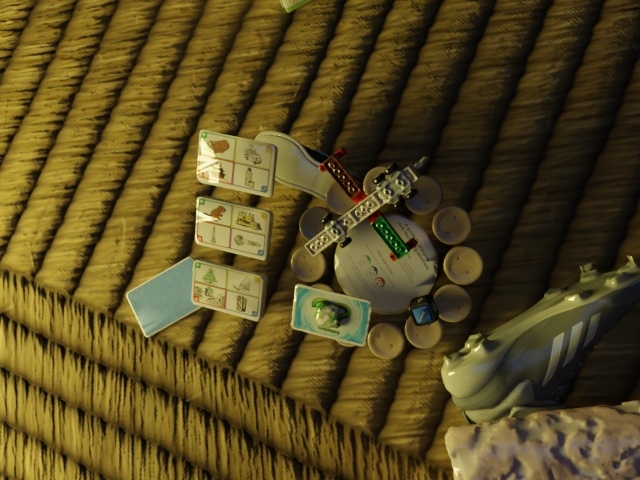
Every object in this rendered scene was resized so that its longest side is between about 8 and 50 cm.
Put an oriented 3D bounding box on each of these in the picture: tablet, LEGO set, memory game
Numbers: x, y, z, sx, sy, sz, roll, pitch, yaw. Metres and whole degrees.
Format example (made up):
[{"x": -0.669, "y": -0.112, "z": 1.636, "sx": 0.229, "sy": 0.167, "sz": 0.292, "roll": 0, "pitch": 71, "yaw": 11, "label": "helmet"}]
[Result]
[{"x": -0.158, "y": 0.059, "z": 0.642, "sx": 0.083, "sy": 0.006, "sz": 0.054, "roll": -30, "pitch": 79, "yaw": 5, "label": "tablet"}, {"x": 0.000, "y": 0.000, "z": 0.582, "sx": 0.244, "sy": 0.060, "sz": 0.183, "roll": 12, "pitch": 112, "yaw": 14, "label": "LEGO set"}, {"x": 0.061, "y": 0.021, "z": 0.587, "sx": 0.186, "sy": 0.012, "sz": 0.186, "roll": 2, "pitch": 97, "yaw": 14, "label": "memory game"}]

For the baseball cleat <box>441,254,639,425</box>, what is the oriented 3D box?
[{"x": 0.215, "y": 0.102, "z": 0.555, "sx": 0.205, "sy": 0.072, "sz": 0.110, "roll": -29, "pitch": 92, "yaw": 8, "label": "baseball cleat"}]

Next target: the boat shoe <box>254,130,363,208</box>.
[{"x": -0.010, "y": -0.072, "z": 0.621, "sx": 0.125, "sy": 0.038, "sz": 0.046, "roll": 26, "pitch": 103, "yaw": 12, "label": "boat shoe"}]

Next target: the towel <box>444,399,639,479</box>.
[{"x": 0.291, "y": 0.283, "z": 0.493, "sx": 0.331, "sy": 0.053, "sz": 0.317, "roll": -10, "pitch": 90, "yaw": 7, "label": "towel"}]

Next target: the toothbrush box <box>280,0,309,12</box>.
[{"x": 0.050, "y": -0.372, "z": 0.570, "sx": 0.283, "sy": 0.206, "sz": 0.122, "roll": -25, "pitch": 79, "yaw": 5, "label": "toothbrush box"}]
